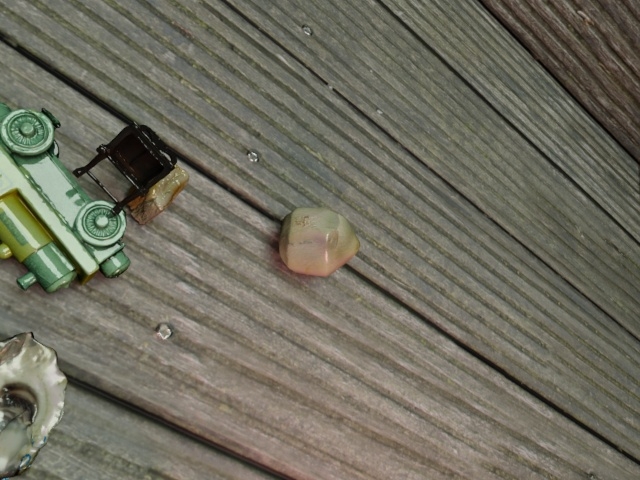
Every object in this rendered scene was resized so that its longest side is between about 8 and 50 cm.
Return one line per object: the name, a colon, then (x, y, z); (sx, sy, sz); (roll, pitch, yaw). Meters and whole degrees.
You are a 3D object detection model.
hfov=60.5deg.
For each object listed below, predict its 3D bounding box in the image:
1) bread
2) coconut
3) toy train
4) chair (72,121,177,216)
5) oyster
bread: (-0.335, -0.105, 1.119); (0.082, 0.106, 0.125); (41, 50, -17)
coconut: (0.000, 0.000, 1.267); (0.171, 0.183, 0.171); (3, 90, -76)
toy train: (-0.503, -0.057, 0.955); (0.237, 0.150, 0.369); (-41, 98, -31)
chair: (-0.319, -0.155, 0.990); (0.106, 0.113, 0.229); (51, 37, -18)
oyster: (-0.504, 0.263, 0.856); (0.223, 0.083, 0.214); (-27, 92, -46)
